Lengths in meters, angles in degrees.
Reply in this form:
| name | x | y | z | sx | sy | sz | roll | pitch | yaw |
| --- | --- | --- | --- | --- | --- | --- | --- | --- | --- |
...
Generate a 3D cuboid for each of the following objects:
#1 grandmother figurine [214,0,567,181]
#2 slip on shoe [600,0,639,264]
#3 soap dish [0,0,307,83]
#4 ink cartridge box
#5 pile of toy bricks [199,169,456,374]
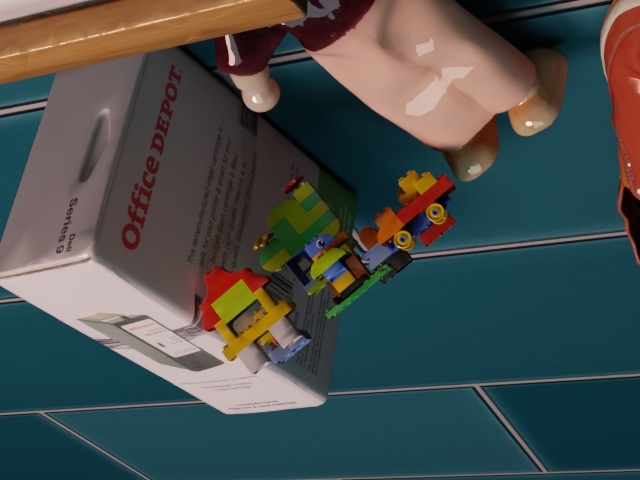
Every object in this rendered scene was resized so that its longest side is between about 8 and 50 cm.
| name | x | y | z | sx | sy | sz | roll | pitch | yaw |
| --- | --- | --- | --- | --- | --- | --- | --- | --- | --- |
| grandmother figurine | 0.011 | -0.163 | 0.828 | 0.208 | 0.104 | 0.342 | -42 | 127 | 20 |
| slip on shoe | 0.272 | -0.078 | 0.910 | 0.123 | 0.101 | 0.331 | 1 | 150 | 14 |
| soap dish | -0.137 | -0.202 | 0.665 | 0.291 | 0.229 | 0.118 | -7 | 165 | 24 |
| ink cartridge box | -0.107 | -0.006 | 1.017 | 0.121 | 0.211 | 0.289 | -11 | 146 | 35 |
| pile of toy bricks | 0.000 | 0.000 | 0.941 | 0.212 | 0.105 | 0.118 | -39 | 171 | 5 |
